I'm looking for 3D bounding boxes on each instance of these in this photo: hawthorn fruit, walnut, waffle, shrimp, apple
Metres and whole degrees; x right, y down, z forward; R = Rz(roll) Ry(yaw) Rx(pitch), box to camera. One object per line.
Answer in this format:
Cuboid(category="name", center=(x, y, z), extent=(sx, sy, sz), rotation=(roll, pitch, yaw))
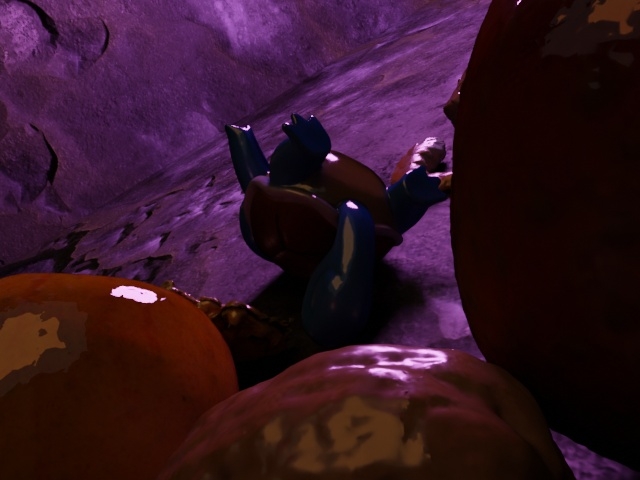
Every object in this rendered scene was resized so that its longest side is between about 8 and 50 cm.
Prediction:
Cuboid(category="hawthorn fruit", center=(0.249, -0.061, 0.466), extent=(0.403, 0.402, 0.403), rotation=(-26, 19, 10))
Cuboid(category="walnut", center=(0.022, 0.173, 0.436), extent=(0.257, 0.224, 0.257), rotation=(-30, 11, 7))
Cuboid(category="waffle", center=(-0.172, 0.107, 0.923), extent=(0.254, 0.245, 0.052), rotation=(-12, 64, 32))
Cuboid(category="shrimp", center=(0.188, -0.119, 1.214), extent=(0.166, 0.049, 0.161), rotation=(-6, 32, 47))
Cuboid(category="apple", center=(-0.216, 0.175, 0.706), extent=(0.299, 0.299, 0.275), rotation=(-17, 67, 32))

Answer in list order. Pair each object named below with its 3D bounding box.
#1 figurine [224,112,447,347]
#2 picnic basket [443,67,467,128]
Cuboid(category="figurine", center=(0.014, -0.034, 1.038), extent=(0.416, 0.298, 0.242), rotation=(-132, 57, -67))
Cuboid(category="picnic basket", center=(0.288, -0.243, 1.251), extent=(0.138, 0.128, 0.178), rotation=(-3, 49, 47))
